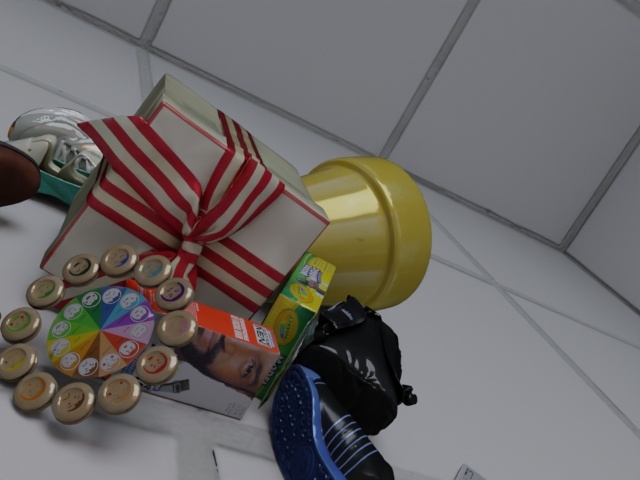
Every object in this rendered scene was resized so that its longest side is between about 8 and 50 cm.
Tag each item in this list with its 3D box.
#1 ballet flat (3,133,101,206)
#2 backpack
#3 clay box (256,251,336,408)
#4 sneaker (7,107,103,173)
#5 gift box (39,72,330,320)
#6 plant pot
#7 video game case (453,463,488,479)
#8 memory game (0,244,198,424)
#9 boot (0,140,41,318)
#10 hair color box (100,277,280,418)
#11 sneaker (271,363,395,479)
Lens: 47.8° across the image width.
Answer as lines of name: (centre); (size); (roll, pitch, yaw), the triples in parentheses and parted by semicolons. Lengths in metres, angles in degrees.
ballet flat: (-0.364, -0.098, 1.009); (0.247, 0.087, 0.083); (25, 17, -16)
backpack: (0.032, 0.147, 0.895); (0.152, 0.115, 0.182); (44, 17, -7)
clay box: (-0.043, 0.102, 0.883); (0.053, 0.127, 0.222); (29, 15, 1)
sneaker: (-0.339, -0.115, 1.102); (0.262, 0.099, 0.121); (19, 23, -30)
gift box: (-0.177, -0.031, 0.845); (0.276, 0.255, 0.258); (30, 13, -22)
plant pot: (0.000, 0.000, 1.111); (0.239, 0.254, 0.254); (-9, 38, -40)
video game case: (0.212, 0.323, 0.863); (0.122, 0.011, 0.087); (34, 16, 16)
memory game: (-0.202, 0.079, 0.652); (0.186, 0.186, 0.012); (40, -25, 31)
boot: (-0.375, -0.018, 0.731); (0.264, 0.096, 0.280); (12, 24, -49)
hair color box: (-0.138, 0.113, 0.742); (0.167, 0.093, 0.053); (22, 18, -24)
sneaker: (0.018, 0.221, 0.724); (0.090, 0.081, 0.232); (24, 23, -30)
